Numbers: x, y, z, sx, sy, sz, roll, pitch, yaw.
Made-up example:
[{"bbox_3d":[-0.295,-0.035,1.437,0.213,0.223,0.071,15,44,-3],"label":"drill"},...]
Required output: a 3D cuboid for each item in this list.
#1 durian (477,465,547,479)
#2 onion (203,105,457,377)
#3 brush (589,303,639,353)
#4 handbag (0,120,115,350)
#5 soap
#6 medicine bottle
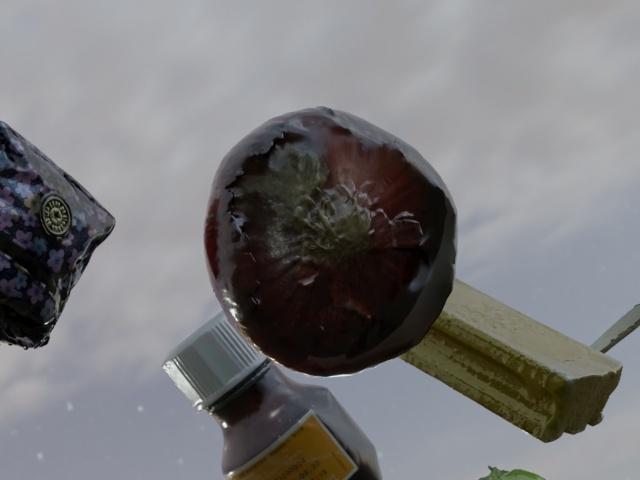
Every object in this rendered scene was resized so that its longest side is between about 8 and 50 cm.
[{"bbox_3d":[0.227,0.406,1.227,0.204,0.340,0.256,-9,-37,14],"label":"durian"},{"bbox_3d":[0.000,0.000,1.210,0.272,0.272,0.195,-15,8,-25],"label":"onion"},{"bbox_3d":[0.472,0.211,2.116,0.336,0.020,0.085,-36,20,-20],"label":"brush"},{"bbox_3d":[-0.333,0.001,1.252,0.126,0.208,0.229,-8,-41,31],"label":"handbag"},{"bbox_3d":[0.211,0.135,1.528,0.199,0.315,0.091,-2,-65,-54],"label":"soap"},{"bbox_3d":[-0.089,0.304,2.055,0.242,0.395,0.242,-36,-3,-2],"label":"medicine bottle"}]
